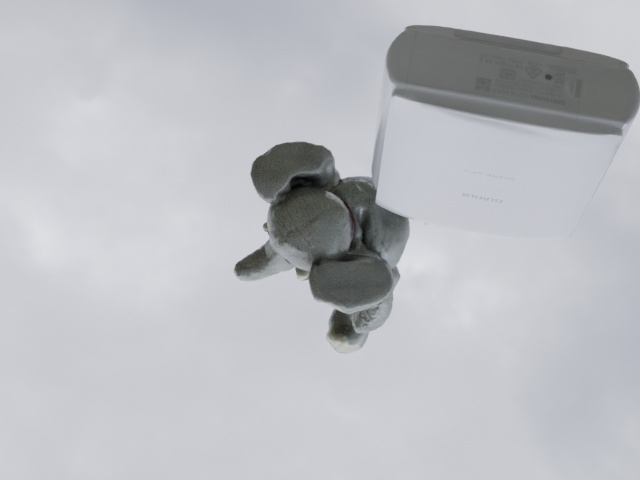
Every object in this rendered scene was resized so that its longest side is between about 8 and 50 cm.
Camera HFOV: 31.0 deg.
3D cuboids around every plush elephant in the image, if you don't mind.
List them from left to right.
[{"bbox_3d":[0.000,0.000,1.634,0.255,0.330,0.271,-5,-115,-45],"label":"plush elephant"}]

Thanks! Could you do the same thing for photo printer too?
[{"bbox_3d":[0.185,-0.100,1.267,0.256,0.307,0.107,11,-114,3],"label":"photo printer"}]
